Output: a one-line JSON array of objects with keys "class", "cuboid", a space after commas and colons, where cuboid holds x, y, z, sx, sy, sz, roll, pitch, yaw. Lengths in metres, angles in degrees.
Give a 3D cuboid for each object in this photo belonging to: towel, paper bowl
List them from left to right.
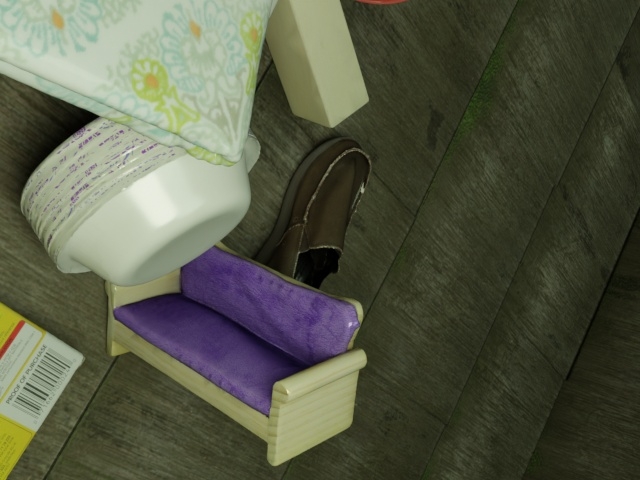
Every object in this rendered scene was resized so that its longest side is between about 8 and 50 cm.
[{"class": "towel", "cuboid": [-0.198, -0.281, 0.876, 0.374, 0.090, 0.320, 21, 75, -41]}, {"class": "paper bowl", "cuboid": [-0.198, -0.052, 1.081, 0.284, 0.284, 0.148, -25, 78, -42]}]

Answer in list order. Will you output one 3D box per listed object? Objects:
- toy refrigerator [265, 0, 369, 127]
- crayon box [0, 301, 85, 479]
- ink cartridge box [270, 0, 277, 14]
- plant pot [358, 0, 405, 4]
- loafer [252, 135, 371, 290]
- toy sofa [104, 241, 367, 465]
[{"class": "toy refrigerator", "cuboid": [-0.018, -0.314, 1.346, 0.094, 0.102, 0.269, -39, 130, -22]}, {"class": "crayon box", "cuboid": [-0.447, 0.140, 1.028, 0.202, 0.081, 0.318, -59, 139, -17]}, {"class": "ink cartridge box", "cuboid": [-0.148, -0.307, 1.161, 0.092, 0.160, 0.219, 35, 77, -49]}, {"class": "plant pot", "cuboid": [0.095, -0.528, 1.309, 0.275, 0.275, 0.243, 55, 51, -44]}, {"class": "loafer", "cuboid": [0.000, 0.000, 1.464, 0.134, 0.130, 0.366, 40, 72, -48]}, {"class": "toy sofa", "cuboid": [-0.122, 0.122, 1.184, 0.150, 0.362, 0.177, -16, 121, -45]}]
